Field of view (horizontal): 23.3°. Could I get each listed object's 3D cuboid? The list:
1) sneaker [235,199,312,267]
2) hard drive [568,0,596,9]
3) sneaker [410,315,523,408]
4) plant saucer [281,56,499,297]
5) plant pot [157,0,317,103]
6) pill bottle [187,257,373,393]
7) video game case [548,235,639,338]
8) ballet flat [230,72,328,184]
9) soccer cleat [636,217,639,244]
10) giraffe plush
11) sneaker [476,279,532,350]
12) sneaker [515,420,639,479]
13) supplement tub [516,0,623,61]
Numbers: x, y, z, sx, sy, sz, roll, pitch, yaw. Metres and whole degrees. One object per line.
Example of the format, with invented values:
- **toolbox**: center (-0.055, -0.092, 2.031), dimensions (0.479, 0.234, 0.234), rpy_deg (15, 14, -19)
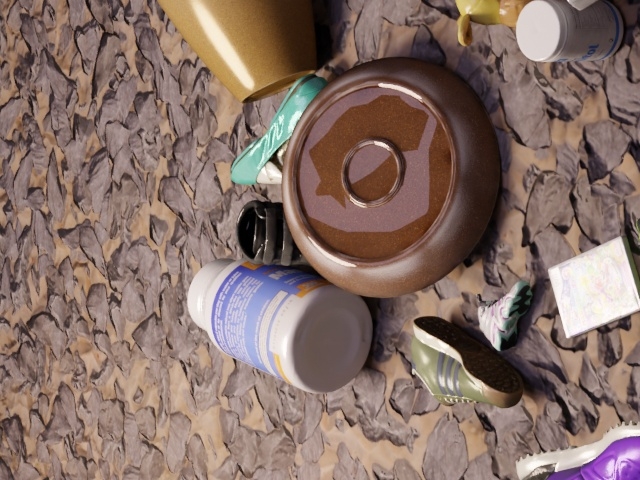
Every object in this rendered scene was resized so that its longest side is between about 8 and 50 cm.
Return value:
- **sneaker**: center (0.000, 0.000, 2.077), dimensions (0.296, 0.147, 0.104), rpy_deg (6, 95, 50)
- **hard drive**: center (0.355, -0.403, 1.600), dimensions (0.308, 0.040, 0.203), rpy_deg (-30, 68, 27)
- **sneaker**: center (0.178, 0.174, 1.936), dimensions (0.192, 0.064, 0.086), rpy_deg (38, 129, 44)
- **plant saucer**: center (0.074, -0.084, 1.959), dimensions (0.311, 0.050, 0.310), rpy_deg (-3, 83, 29)
- **plant pot**: center (-0.109, -0.328, 2.151), dimensions (0.237, 0.237, 0.254), rpy_deg (-26, 86, 50)
- **pill bottle**: center (-0.066, 0.106, 2.163), dimensions (0.272, 0.152, 0.152), rpy_deg (20, 108, 49)
- **video game case**: center (0.317, 0.055, 1.785), dimensions (0.122, 0.011, 0.087), rpy_deg (-30, 70, 49)
- **ballet flat**: center (-0.048, -0.130, 2.185), dimensions (0.087, 0.083, 0.247), rpy_deg (55, 136, 15)
- **soccer cleat**: center (0.406, 0.029, 1.640), dimensions (0.072, 0.060, 0.179), rpy_deg (-53, 59, 28)
- **giraffe plush**: center (0.209, -0.314, 1.796), dimensions (0.210, 0.181, 0.170), rpy_deg (40, 145, 31)
- **sneaker**: center (0.216, 0.079, 1.893), dimensions (0.069, 0.038, 0.098), rpy_deg (43, 124, 41)
- **sneaker**: center (0.321, 0.293, 1.695), dimensions (0.293, 0.102, 0.146), rpy_deg (-33, 45, 56)
- **supplement tub**: center (0.279, -0.235, 1.733), dimensions (0.071, 0.107, 0.071), rpy_deg (12, 106, 52)
